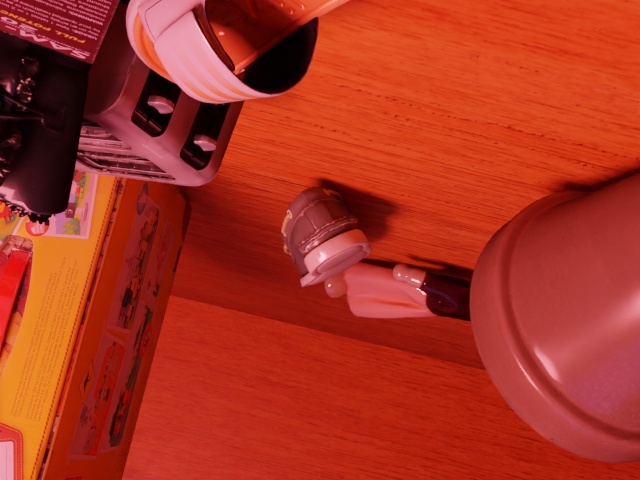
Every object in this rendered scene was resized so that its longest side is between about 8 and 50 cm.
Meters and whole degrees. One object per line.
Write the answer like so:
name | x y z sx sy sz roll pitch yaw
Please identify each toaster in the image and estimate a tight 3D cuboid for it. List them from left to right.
toaster | -0.180 -0.129 0.742 0.186 0.110 0.168 9 166 22

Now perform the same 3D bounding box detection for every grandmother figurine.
grandmother figurine | 0.187 0.092 1.391 0.343 0.103 0.208 7 175 38

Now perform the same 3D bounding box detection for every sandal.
sandal | -0.040 -0.136 0.546 0.102 0.076 0.265 21 155 -36

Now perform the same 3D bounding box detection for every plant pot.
plant pot | 0.297 0.043 0.767 0.263 0.262 0.229 16 151 -13

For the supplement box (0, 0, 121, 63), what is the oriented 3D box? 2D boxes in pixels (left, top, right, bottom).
supplement box | -0.096 -0.179 0.374 0.073 0.130 0.239 18 166 -18

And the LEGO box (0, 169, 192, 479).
LEGO box | -0.342 0.121 1.124 0.193 0.499 0.372 12 167 4

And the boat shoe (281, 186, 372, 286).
boat shoe | 0.004 -0.002 1.170 0.109 0.091 0.305 -29 173 -4

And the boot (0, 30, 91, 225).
boot | -0.262 -0.129 0.572 0.247 0.207 0.094 16 -165 -24
